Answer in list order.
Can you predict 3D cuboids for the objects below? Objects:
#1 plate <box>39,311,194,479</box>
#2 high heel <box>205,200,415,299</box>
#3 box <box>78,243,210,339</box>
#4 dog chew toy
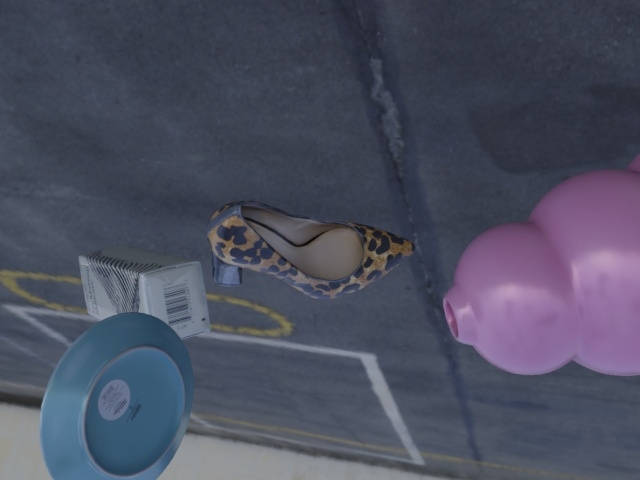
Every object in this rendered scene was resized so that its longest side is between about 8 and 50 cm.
[{"bbox_3d":[-0.185,0.165,0.742,0.024,0.188,0.188,5,157,36],"label":"plate"},{"bbox_3d":[0.000,0.000,0.882,0.261,0.093,0.186,-6,158,-10],"label":"high heel"},{"bbox_3d":[-0.277,0.077,1.172,0.094,0.113,0.275,-14,-169,-34],"label":"box"},{"bbox_3d":[0.269,0.022,0.653,0.331,0.207,0.206,-16,156,-5],"label":"dog chew toy"}]
